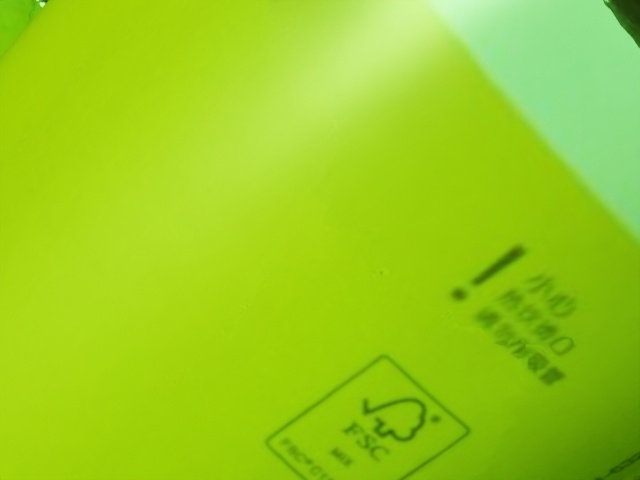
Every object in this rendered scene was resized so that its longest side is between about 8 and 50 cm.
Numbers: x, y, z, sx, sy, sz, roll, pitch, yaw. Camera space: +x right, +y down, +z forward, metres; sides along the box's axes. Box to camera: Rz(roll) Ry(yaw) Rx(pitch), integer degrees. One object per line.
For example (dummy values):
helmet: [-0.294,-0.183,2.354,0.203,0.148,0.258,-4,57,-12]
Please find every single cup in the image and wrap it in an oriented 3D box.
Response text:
cup: [0.003,-0.002,0.433,0.279,0.196,0.196,-40,45,19]

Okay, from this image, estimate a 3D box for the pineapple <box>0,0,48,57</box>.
pineapple: [0.002,-0.002,0.621,0.334,0.158,0.161,9,111,13]
